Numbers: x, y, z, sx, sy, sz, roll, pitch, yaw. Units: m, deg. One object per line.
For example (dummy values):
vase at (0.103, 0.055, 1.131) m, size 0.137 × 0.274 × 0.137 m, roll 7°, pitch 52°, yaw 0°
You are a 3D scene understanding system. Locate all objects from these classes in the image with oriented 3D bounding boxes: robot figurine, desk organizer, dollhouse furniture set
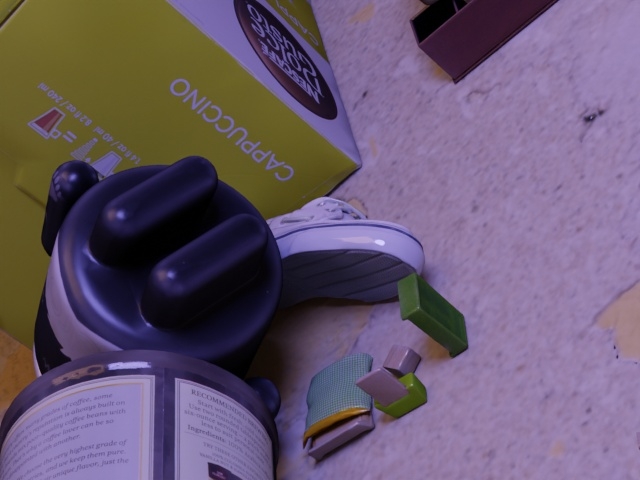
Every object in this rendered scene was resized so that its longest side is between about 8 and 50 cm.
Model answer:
robot figurine at (-0.125, 0.051, 1.229) m, size 0.278 × 0.174 × 0.209 m, roll 117°, pitch 154°, yaw -56°
desk organizer at (0.138, -0.193, 1.311) m, size 0.130 × 0.050 × 0.047 m, roll -39°, pitch 34°, yaw 20°
dollhouse furniture set at (0.029, 0.089, 1.160) m, size 0.152 × 0.058 × 0.076 m, roll -34°, pitch 36°, yaw 27°

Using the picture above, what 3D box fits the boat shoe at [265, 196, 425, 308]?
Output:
boat shoe at (0.000, 0.000, 1.263) m, size 0.226 × 0.083 × 0.075 m, roll -9°, pitch 53°, yaw 49°

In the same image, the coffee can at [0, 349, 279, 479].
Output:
coffee can at (-0.123, 0.239, 1.069) m, size 0.201 × 0.201 × 0.275 m, roll -35°, pitch 35°, yaw 25°

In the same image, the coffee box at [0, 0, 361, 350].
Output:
coffee box at (-0.215, -0.146, 1.442) m, size 0.338 × 0.338 × 0.334 m, roll -39°, pitch 34°, yaw 18°

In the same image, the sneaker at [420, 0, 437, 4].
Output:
sneaker at (0.085, -0.259, 1.361) m, size 0.066 × 0.071 × 0.188 m, roll -37°, pitch 18°, yaw 13°

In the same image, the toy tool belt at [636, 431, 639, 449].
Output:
toy tool belt at (0.213, 0.085, 0.938) m, size 0.051 × 0.052 × 0.083 m, roll -2°, pitch 55°, yaw 41°
